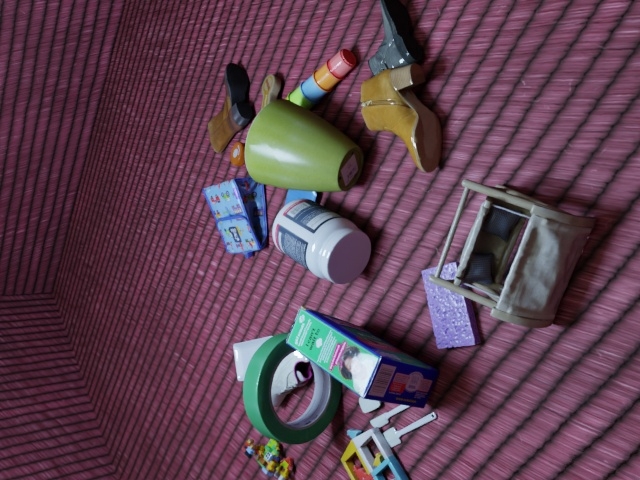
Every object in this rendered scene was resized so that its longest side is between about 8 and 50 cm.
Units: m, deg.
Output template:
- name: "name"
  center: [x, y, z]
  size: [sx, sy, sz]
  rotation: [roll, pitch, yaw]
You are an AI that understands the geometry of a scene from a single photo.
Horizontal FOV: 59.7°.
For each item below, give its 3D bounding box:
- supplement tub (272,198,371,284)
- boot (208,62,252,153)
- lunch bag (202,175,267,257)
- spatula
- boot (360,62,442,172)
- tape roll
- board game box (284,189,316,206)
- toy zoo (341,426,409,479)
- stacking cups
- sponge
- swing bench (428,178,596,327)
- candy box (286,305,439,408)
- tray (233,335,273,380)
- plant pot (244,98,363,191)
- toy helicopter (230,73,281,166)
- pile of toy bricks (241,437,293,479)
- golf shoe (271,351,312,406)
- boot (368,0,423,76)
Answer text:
- name: "supplement tub"
  center: [0.000, 0.000, 1.675]
  size: [0.272, 0.191, 0.191]
  rotation: [32, 113, 44]
- name: "boot"
  center: [-0.367, -0.519, 2.197]
  size: [0.280, 0.096, 0.264]
  rotation: [-31, 75, 52]
- name: "lunch bag"
  center: [-0.297, -0.079, 2.086]
  size: [0.221, 0.138, 0.293]
  rotation: [-9, 96, 47]
- name: "spatula"
  center: [0.211, 0.474, 1.567]
  size: [0.242, 0.019, 0.168]
  rotation: [-46, 56, 39]
- name: "boot"
  center: [0.209, -0.314, 1.509]
  size: [0.211, 0.104, 0.295]
  rotation: [-7, 95, 56]
- name: "tape roll"
  center: [-0.078, 0.436, 1.666]
  size: [0.077, 0.321, 0.321]
  rotation: [-8, 84, 49]
- name: "board game box"
  center: [-0.056, -0.136, 1.861]
  size: [0.133, 0.033, 0.168]
  rotation: [35, 121, 37]
- name: "toy zoo"
  center: [0.160, 0.675, 1.606]
  size: [0.293, 0.030, 0.192]
  rotation: [56, 132, 31]
- name: "stacking cups"
  center: [-0.019, -0.489, 1.767]
  size: [0.316, 0.096, 0.096]
  rotation: [-35, 64, 43]
- name: "sponge"
  center: [0.330, 0.166, 1.422]
  size: [0.117, 0.031, 0.210]
  rotation: [-22, 74, 47]
- name: "swing bench"
  center: [0.415, 0.026, 1.224]
  size: [0.255, 0.165, 0.253]
  rotation: [31, 112, 44]
- name: "candy box"
  center: [0.108, 0.310, 1.488]
  size: [0.317, 0.268, 0.122]
  rotation: [22, 89, 46]
- name: "tray"
  center: [-0.233, 0.438, 2.063]
  size: [0.270, 0.030, 0.145]
  rotation: [-21, 75, 47]
- name: "plant pot"
  center: [-0.027, -0.258, 1.685]
  size: [0.294, 0.275, 0.274]
  rotation: [23, 108, 29]
- name: "toy helicopter"
  center: [-0.181, -0.411, 1.932]
  size: [0.235, 0.140, 0.354]
  rotation: [-5, 75, 54]
- name: "pile of toy bricks"
  center: [-0.180, 0.743, 1.964]
  size: [0.212, 0.118, 0.105]
  rotation: [15, 69, 57]
- name: "golf shoe"
  center: [-0.107, 0.456, 1.861]
  size: [0.140, 0.115, 0.306]
  rotation: [40, 120, 37]
- name: "boot"
  center: [0.180, -0.548, 1.558]
  size: [0.161, 0.084, 0.246]
  rotation: [-37, 62, 49]
